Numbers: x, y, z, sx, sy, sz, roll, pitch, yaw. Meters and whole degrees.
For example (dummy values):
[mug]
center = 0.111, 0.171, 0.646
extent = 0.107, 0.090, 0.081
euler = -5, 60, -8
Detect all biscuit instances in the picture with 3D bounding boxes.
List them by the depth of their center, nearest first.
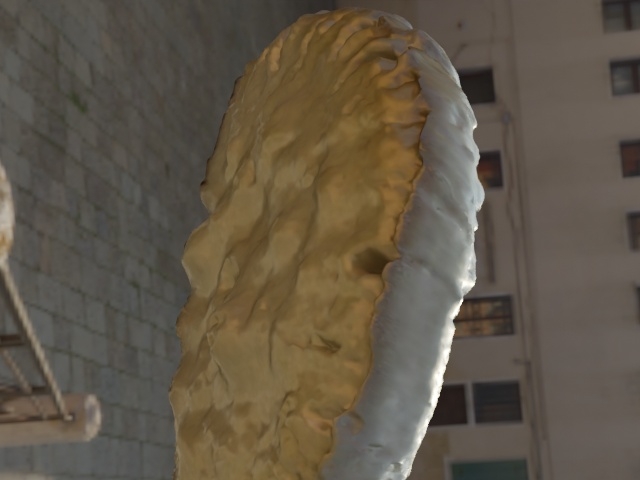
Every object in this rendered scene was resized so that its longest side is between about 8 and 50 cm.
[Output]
[biscuit]
center = 0.000, 0.000, 0.450
extent = 0.179, 0.084, 0.281
euler = -46, -148, 48
